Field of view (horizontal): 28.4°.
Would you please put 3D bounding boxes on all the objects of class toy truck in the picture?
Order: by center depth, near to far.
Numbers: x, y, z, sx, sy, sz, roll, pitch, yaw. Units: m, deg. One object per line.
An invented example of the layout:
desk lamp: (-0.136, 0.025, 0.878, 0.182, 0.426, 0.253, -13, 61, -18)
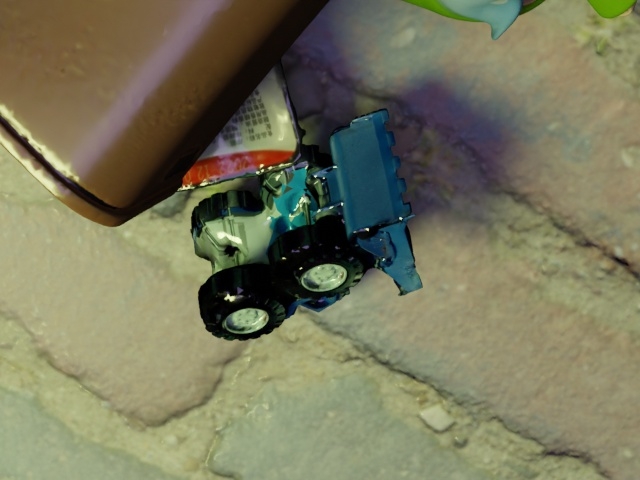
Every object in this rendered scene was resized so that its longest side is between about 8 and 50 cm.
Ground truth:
toy truck: (0.000, 0.000, 1.018, 0.208, 0.113, 0.126, -31, 139, 27)

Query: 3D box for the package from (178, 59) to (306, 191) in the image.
package: (-0.109, -0.156, 0.994, 0.166, 0.040, 0.232, -12, 94, 15)

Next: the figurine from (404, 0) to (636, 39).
figurine: (0.163, -0.233, 0.934, 0.263, 0.143, 0.162, 0, 119, -16)

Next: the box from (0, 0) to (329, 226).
box: (-0.168, -0.216, 0.849, 0.339, 0.239, 0.229, 43, 102, -1)
